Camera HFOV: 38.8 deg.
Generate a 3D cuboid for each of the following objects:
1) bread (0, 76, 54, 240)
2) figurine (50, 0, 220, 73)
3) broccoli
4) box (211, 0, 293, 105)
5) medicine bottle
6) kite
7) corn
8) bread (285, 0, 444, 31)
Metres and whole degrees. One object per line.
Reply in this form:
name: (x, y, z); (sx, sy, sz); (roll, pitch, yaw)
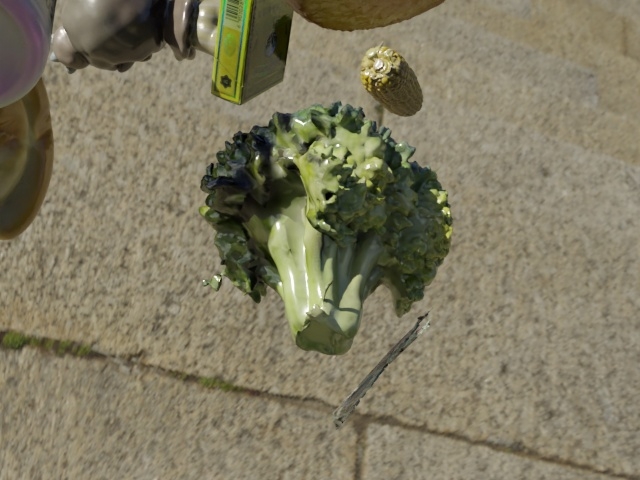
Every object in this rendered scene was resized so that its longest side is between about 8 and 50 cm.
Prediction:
bread: (-0.627, -0.208, 1.540); (0.329, 0.424, 0.245); (-18, 35, -26)
figurine: (-0.330, -0.424, 1.742); (0.381, 0.203, 0.248); (8, 93, 1)
broccoli: (0.001, 0.007, 1.150); (0.348, 0.293, 0.281); (41, 39, -35)
box: (-0.101, -0.337, 1.420); (0.064, 0.220, 0.141); (24, 34, 17)
medicine bottle: (-0.451, -0.364, 1.192); (0.219, 0.219, 0.388); (9, 43, -17)
kite: (0.109, 0.243, 1.708); (0.014, 0.368, 0.406); (42, 42, 4)
corn: (0.142, -0.295, 1.729); (0.091, 0.260, 0.091); (40, 97, 19)
bread: (0.059, -0.299, 0.816); (0.268, 0.268, 0.145); (-11, 74, -26)
